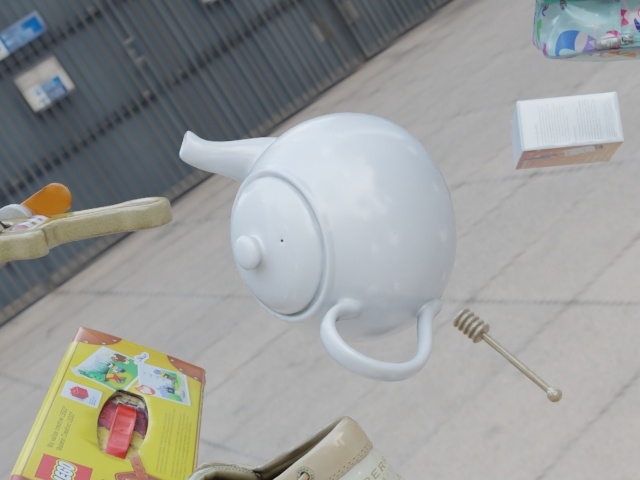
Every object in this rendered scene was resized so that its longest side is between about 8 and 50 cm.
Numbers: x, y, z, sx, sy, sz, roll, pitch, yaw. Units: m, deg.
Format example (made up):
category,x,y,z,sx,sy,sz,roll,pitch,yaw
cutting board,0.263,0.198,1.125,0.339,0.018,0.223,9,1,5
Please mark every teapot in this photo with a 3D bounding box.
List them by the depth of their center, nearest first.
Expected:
category,x,y,z,sx,sy,sz,roll,pitch,yaw
teapot,0.000,0.000,1.103,0.187,0.253,0.256,-15,10,-40

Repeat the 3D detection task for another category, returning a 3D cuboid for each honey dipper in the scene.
category,x,y,z,sx,sy,sz,roll,pitch,yaw
honey dipper,0.228,0.139,1.336,0.030,0.160,0.030,-36,-30,-26

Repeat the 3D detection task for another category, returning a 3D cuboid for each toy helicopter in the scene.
category,x,y,z,sx,sy,sz,roll,pitch,yaw
toy helicopter,-0.388,-0.013,1.574,0.354,0.140,0.235,-11,10,-15

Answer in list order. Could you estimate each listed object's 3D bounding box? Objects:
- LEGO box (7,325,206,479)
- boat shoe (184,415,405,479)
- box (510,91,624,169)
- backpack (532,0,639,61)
category,x,y,z,sx,sy,sz,roll,pitch,yaw
LEGO box,-0.290,0.371,1.299,0.500,0.193,0.373,-106,37,-75
boat shoe,-0.075,0.232,0.920,0.341,0.110,0.121,-29,9,31
box,0.420,-0.187,1.912,0.170,0.091,0.130,-6,-10,3
backpack,0.268,-0.242,0.887,0.253,0.191,0.225,-11,14,8
